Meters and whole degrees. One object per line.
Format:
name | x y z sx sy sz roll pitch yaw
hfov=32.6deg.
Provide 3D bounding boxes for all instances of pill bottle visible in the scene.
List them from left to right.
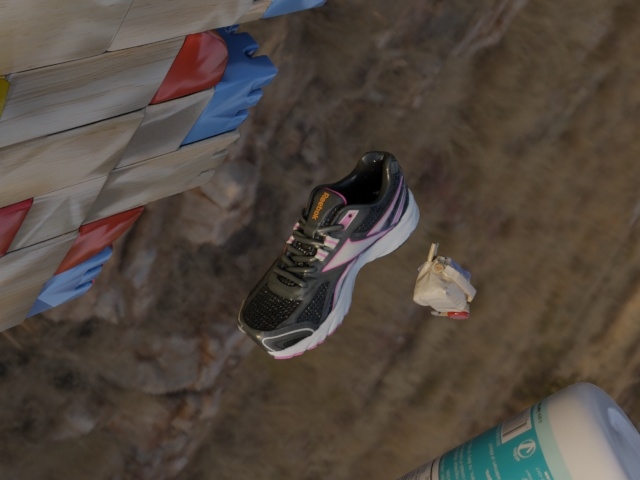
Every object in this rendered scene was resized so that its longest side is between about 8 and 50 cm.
pill bottle | 0.125 0.227 0.823 0.264 0.146 0.146 -33 166 19

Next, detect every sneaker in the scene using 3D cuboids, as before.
sneaker | 0.000 0.000 0.781 0.178 0.072 0.077 -51 147 -28

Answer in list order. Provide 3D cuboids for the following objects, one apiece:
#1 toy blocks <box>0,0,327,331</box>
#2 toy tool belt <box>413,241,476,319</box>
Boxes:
toy blocks | -0.141 -0.066 0.547 0.261 0.191 0.381 -24 161 -47
toy tool belt | 0.112 0.035 0.955 0.083 0.052 0.051 34 57 -58
